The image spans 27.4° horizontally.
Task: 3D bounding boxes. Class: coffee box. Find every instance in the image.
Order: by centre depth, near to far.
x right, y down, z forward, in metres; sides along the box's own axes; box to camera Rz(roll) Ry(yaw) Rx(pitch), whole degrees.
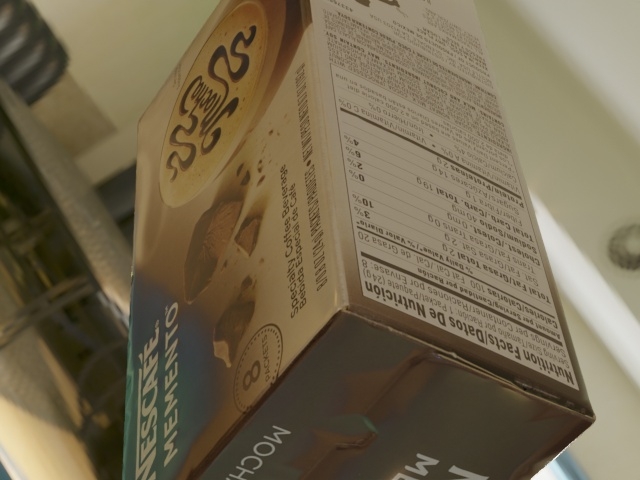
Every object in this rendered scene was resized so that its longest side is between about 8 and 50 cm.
[{"bbox_3d":[0.000,0.000,0.604,0.118,0.168,0.297,24,36,-24],"label":"coffee box"}]
